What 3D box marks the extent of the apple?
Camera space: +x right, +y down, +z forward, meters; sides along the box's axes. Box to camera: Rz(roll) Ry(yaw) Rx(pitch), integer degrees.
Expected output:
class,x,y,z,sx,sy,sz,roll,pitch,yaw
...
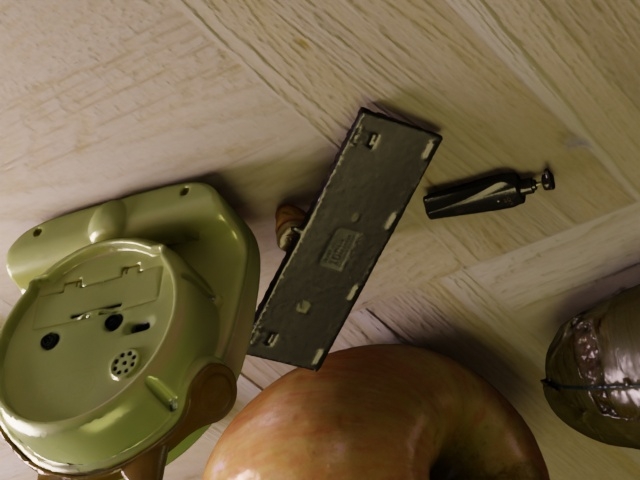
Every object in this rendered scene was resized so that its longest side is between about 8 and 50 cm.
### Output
class,x,y,z,sx,sy,sz,roll,pitch,yaw
apple,0.057,0.313,1.971,0.391,0.391,0.346,31,137,-29

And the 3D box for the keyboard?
class,x,y,z,sx,sy,sz,roll,pitch,yaw
keyboard,0.014,0.002,1.772,0.106,0.027,0.317,17,120,-20

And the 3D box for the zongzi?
class,x,y,z,sx,sy,sz,roll,pitch,yaw
zongzi,0.412,0.214,1.801,0.174,0.392,0.356,8,154,-43

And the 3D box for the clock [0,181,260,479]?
class,x,y,z,sx,sy,sz,roll,pitch,yaw
clock,-0.215,0.116,1.774,0.286,0.348,0.117,-15,138,24

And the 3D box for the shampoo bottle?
class,x,y,z,sx,sy,sz,roll,pitch,yaw
shampoo bottle,0.175,-0.048,1.773,0.137,0.027,0.048,-12,141,21

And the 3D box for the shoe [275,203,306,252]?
class,x,y,z,sx,sy,sz,roll,pitch,yaw
shoe,0.000,-0.003,1.825,0.109,0.069,0.072,10,119,-19
